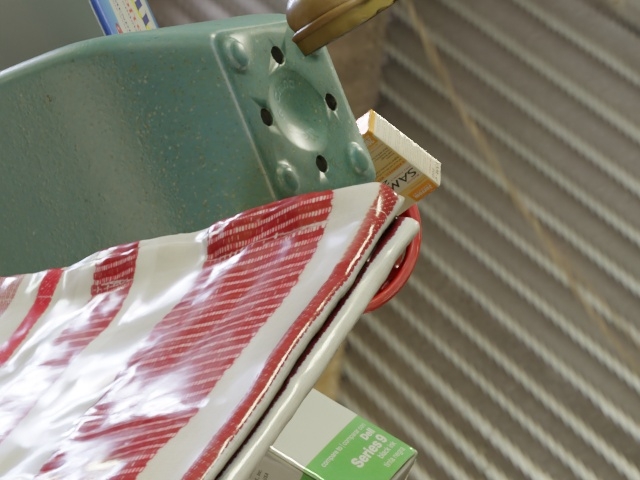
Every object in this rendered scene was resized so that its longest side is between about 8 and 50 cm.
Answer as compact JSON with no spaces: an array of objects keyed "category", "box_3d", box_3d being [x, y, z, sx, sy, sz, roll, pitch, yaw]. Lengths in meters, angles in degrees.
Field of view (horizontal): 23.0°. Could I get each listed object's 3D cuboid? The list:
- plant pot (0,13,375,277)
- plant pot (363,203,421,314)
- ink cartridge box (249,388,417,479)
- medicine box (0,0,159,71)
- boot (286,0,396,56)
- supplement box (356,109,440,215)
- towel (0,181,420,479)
[{"category":"plant pot","box_3d":[-0.107,-0.061,1.283,0.252,0.248,0.247,-22,-91,36]},{"category":"plant pot","box_3d":[0.000,0.000,1.772,0.191,0.191,0.174,68,-16,3]},{"category":"ink cartridge box","box_3d":[-0.084,0.223,1.483,0.289,0.121,0.211,30,-56,15]},{"category":"medicine box","box_3d":[-0.253,-0.189,1.605,0.289,0.149,0.264,-97,165,-63]},{"category":"boot","box_3d":[-0.028,-0.279,1.072,0.089,0.236,0.269,-29,-75,35]},{"category":"supplement box","box_3d":[0.063,-0.076,1.558,0.062,0.098,0.036,-37,-150,34]},{"category":"towel","box_3d":[-0.132,0.071,0.755,0.329,0.237,0.037,-12,-62,37]}]
